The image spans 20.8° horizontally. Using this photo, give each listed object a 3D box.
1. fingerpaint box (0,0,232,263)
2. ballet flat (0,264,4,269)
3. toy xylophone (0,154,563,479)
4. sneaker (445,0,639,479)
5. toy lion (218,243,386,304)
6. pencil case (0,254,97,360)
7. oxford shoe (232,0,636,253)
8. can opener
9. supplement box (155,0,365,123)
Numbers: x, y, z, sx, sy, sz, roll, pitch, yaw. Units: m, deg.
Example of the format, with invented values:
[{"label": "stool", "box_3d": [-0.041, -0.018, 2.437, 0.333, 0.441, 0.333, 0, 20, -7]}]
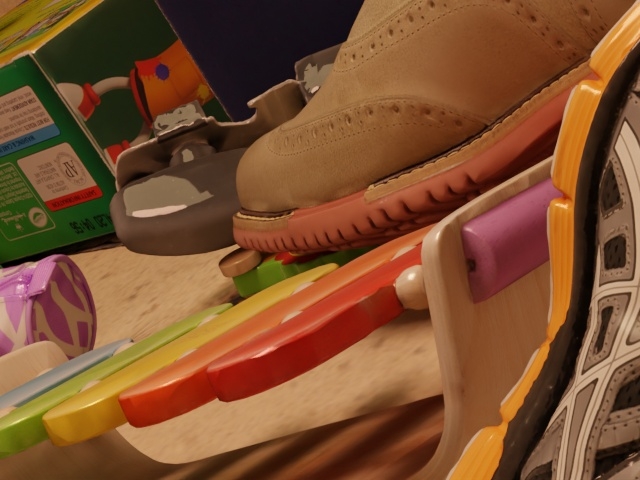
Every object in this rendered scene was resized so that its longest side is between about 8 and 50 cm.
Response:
[{"label": "fingerpaint box", "box_3d": [-0.181, -0.142, 1.505, 0.445, 0.163, 0.371, -13, 25, 51]}, {"label": "ballet flat", "box_3d": [-0.298, 0.047, 1.354, 0.213, 0.072, 0.068, -5, 58, 62]}, {"label": "toy xylophone", "box_3d": [-0.044, 0.064, 0.619, 0.323, 0.081, 0.236, -21, 4, 30]}, {"label": "sneaker", "box_3d": [0.095, 0.028, 0.420, 0.083, 0.084, 0.214, 30, 104, 60]}, {"label": "toy lion", "box_3d": [0.000, 0.000, 0.930, 0.096, 0.034, 0.100, -20, 18, 19]}, {"label": "pencil case", "box_3d": [-0.233, 0.051, 1.005, 0.206, 0.088, 0.086, -4, 40, 15]}, {"label": "oxford shoe", "box_3d": [0.079, -0.092, 0.742, 0.140, 0.146, 0.397, -16, -5, -39]}, {"label": "can opener", "box_3d": [0.020, -0.061, 0.950, 0.280, 0.074, 0.093, -24, 52, -1]}, {"label": "supplement box", "box_3d": [0.031, -0.191, 1.158, 0.194, 0.195, 0.356, -28, 16, 15]}]
